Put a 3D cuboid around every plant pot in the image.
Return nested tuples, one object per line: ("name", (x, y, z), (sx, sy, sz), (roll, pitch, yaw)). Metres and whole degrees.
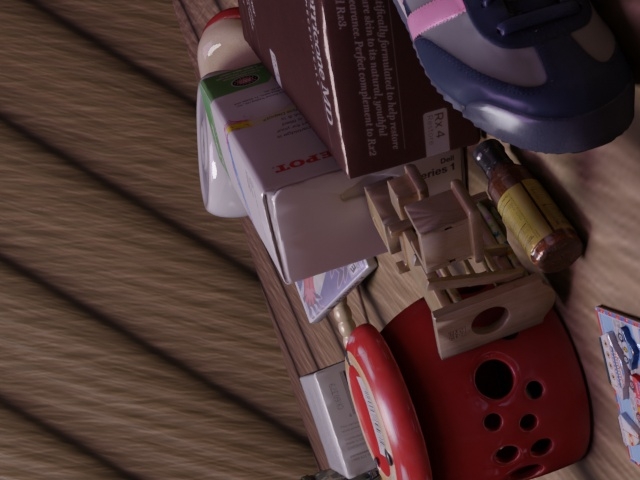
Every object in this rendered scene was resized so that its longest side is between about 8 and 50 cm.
("plant pot", (0.122, 0.136, 0.857), (0.191, 0.174, 0.191), (163, 90, -82))

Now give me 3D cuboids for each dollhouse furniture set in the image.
("dollhouse furniture set", (0.105, -0.032, 0.774), (0.161, 0.101, 0.182), (74, 175, -47))

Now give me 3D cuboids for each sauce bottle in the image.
("sauce bottle", (0.160, -0.031, 0.745), (0.042, 0.042, 0.128), (84, 167, -48))

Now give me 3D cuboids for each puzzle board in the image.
("puzzle board", (0.233, 0.116, 0.676), (0.096, 0.011, 0.128), (-154, 48, -76))

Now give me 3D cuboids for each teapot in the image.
("teapot", (-0.097, -0.158, 1.508), (0.256, 0.187, 0.253), (-123, 31, -69))

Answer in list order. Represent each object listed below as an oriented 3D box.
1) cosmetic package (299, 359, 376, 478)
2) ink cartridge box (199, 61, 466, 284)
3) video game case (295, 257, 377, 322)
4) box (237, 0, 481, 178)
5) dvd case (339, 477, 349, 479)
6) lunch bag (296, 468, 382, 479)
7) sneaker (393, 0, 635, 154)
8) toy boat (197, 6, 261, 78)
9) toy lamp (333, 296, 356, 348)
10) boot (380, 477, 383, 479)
("cosmetic package", (0.071, 0.241, 1.363), (0.184, 0.151, 0.152), (124, 127, -78))
("ink cartridge box", (0.006, -0.097, 1.000), (0.278, 0.201, 0.117), (-122, 17, -53))
("video game case", (0.000, 0.000, 1.476), (0.183, 0.023, 0.201), (-48, 56, 45))
("box", (0.014, -0.236, 0.925), (0.381, 0.143, 0.191), (-125, 20, -55))
("dvd case", (0.078, 0.452, 1.287), (0.164, 0.018, 0.221), (-79, -36, -82))
("lunch bag", (0.056, 0.548, 1.663), (0.212, 0.256, 0.305), (174, 79, -77))
("sneaker", (0.098, -0.191, 0.607), (0.131, 0.112, 0.319), (80, 167, -50))
("toy boat", (-0.122, -0.314, 1.613), (0.231, 0.150, 0.151), (91, -171, -60))
("toy lamp", (0.033, 0.102, 1.559), (0.080, 0.080, 0.275), (-164, 55, -78))
("boot", (0.159, 0.326, 1.197), (0.165, 0.077, 0.213), (30, 101, 31))
